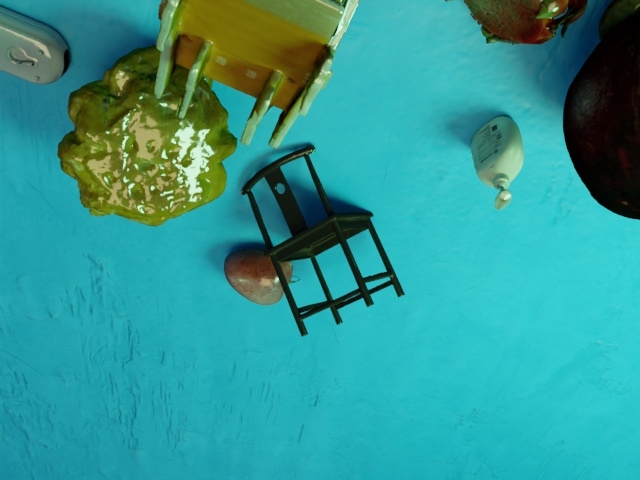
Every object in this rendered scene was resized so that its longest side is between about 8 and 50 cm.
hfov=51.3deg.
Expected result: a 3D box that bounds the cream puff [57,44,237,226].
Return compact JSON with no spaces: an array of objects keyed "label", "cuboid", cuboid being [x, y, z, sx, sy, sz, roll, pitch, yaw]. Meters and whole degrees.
[{"label":"cream puff","cuboid":[-0.238,-0.136,0.913,0.244,0.244,0.196,30,165,-19]}]

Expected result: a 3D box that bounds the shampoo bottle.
[{"label":"shampoo bottle","cuboid":[0.244,-0.105,0.909,0.045,0.152,0.077,36,126,-21]}]

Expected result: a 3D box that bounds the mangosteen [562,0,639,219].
[{"label":"mangosteen","cuboid":[0.422,-0.158,0.772,0.297,0.293,0.297,-28,154,-15]}]

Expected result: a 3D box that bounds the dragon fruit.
[{"label":"dragon fruit","cuboid":[0.248,-0.288,0.778,0.174,0.142,0.138,-20,169,1]}]

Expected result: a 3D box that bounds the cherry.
[{"label":"cherry","cuboid":[-0.104,0.065,1.152,0.126,0.087,0.106,-2,127,6]}]

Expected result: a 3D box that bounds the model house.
[{"label":"model house","cuboid":[-0.070,-0.276,0.660,0.242,0.358,0.313,22,121,-14]}]

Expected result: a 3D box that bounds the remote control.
[{"label":"remote control","cuboid":[-0.468,-0.286,0.911,0.244,0.047,0.087,20,128,-13]}]

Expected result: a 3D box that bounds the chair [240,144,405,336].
[{"label":"chair","cuboid":[0.000,0.000,1.056,0.154,0.141,0.260,-28,79,28]}]
